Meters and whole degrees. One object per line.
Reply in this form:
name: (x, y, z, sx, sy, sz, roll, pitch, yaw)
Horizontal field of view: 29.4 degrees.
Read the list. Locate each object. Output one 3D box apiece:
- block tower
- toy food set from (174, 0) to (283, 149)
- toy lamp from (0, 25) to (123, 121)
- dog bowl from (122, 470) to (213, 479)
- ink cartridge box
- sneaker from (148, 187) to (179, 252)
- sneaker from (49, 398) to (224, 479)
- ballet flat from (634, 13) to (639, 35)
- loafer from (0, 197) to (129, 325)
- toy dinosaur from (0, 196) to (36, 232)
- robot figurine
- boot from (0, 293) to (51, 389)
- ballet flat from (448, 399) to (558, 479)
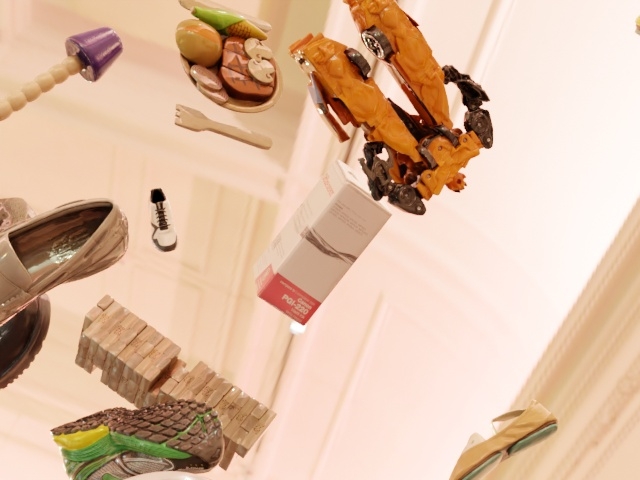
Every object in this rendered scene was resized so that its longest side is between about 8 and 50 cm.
block tower: (-0.239, 0.230, 1.941, 0.335, 0.091, 0.097, 34, -42, 8)
toy food set: (-0.096, -0.192, 1.312, 0.132, 0.192, 0.038, 15, -38, -25)
toy lamp: (-0.405, -0.224, 1.765, 0.080, 0.275, 0.080, 41, -27, 26)
dog bowl: (-0.148, 0.355, 1.128, 0.104, 0.265, 0.265, 28, -24, 50)
ink cartridge box: (0.000, 0.000, 1.826, 0.092, 0.158, 0.218, 34, -80, -13)
sneaker: (-0.235, -0.030, 1.795, 0.040, 0.109, 0.043, -14, -34, -10)
sneaker: (-0.249, 0.314, 1.752, 0.344, 0.134, 0.146, -13, -85, 48)
ballet flat: (0.339, -0.202, 1.132, 0.077, 0.231, 0.077, 24, -69, 5)
loafer: (-0.386, 0.034, 1.502, 0.112, 0.319, 0.111, 53, -20, 19)
toy dinosaur: (-0.478, 0.008, 1.879, 0.121, 0.313, 0.160, 31, -63, -20)
robot figurine: (0.098, -0.176, 1.574, 0.291, 0.211, 0.085, 53, -15, -23)
boot: (-0.724, 0.146, 2.006, 0.367, 0.146, 0.445, -38, -42, 23)
ballet flat: (0.290, 0.340, 2.036, 0.073, 0.232, 0.080, 51, -27, 28)
